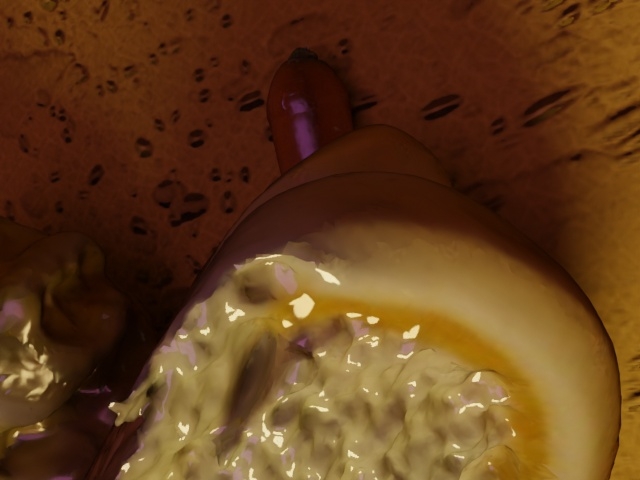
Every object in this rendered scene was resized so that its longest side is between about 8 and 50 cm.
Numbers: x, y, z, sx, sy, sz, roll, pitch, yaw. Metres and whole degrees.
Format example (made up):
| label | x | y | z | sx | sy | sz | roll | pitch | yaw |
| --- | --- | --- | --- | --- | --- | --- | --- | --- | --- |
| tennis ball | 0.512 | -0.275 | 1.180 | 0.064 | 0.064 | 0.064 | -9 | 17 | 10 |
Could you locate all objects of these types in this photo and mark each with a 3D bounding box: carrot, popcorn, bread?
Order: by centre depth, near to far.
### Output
| label | x | y | z | sx | sy | sz | roll | pitch | yaw |
| --- | --- | --- | --- | --- | --- | --- | --- | --- | --- |
| bread | -0.039 | 0.144 | 0.539 | 0.245 | 0.329 | 0.423 | 46 | 113 | 43 |
| carrot | 0.000 | 0.000 | 0.664 | 0.066 | 0.062 | 0.271 | -6 | 94 | -5 |
| popcorn | -0.279 | 0.099 | 0.709 | 0.297 | 0.281 | 0.316 | 33 | 114 | -12 |
